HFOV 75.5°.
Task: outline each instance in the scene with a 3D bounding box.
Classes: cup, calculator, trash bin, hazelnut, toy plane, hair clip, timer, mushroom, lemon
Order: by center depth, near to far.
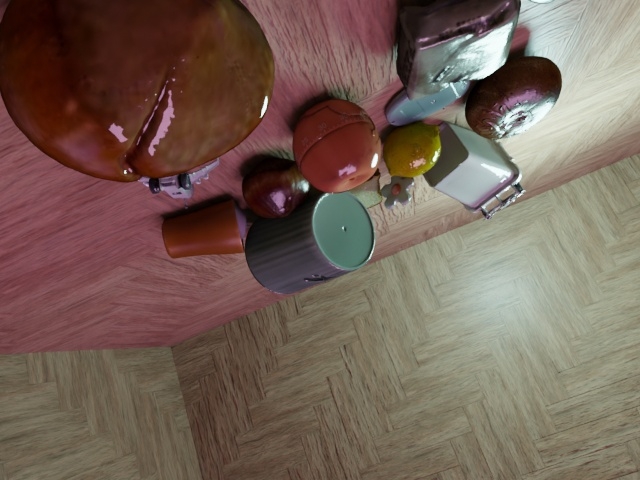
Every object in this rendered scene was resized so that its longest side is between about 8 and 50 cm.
[{"bbox_3d":[-0.253,-0.246,0.596,0.372,0.315,0.372,-5,-170,1],"label":"hazelnut"},{"bbox_3d":[-0.376,-0.155,1.064,0.251,0.101,0.255,-7,162,-3],"label":"toy plane"},{"bbox_3d":[0.042,-0.246,1.093,0.229,0.215,0.229,-23,169,-4],"label":"timer"},{"bbox_3d":[0.322,-0.419,1.171,0.299,0.041,0.185,-27,163,24],"label":"calculator"},{"bbox_3d":[-0.129,-0.158,1.236,0.204,0.178,0.178,-21,164,-19],"label":"hazelnut"},{"bbox_3d":[0.589,-0.425,1.263,0.278,0.163,0.297,-17,161,-12],"label":"mushroom"},{"bbox_3d":[0.293,-0.291,1.317,0.206,0.173,0.173,-39,156,33],"label":"lemon"},{"bbox_3d":[-0.374,-0.025,1.385,0.264,0.182,0.226,-11,171,-8],"label":"cup"},{"bbox_3d":[-0.016,-0.018,1.431,0.392,0.310,0.401,-19,-157,50],"label":"cup"},{"bbox_3d":[0.300,-0.226,1.453,0.075,0.146,0.257,12,106,-30],"label":"hair clip"},{"bbox_3d":[0.536,-0.258,1.516,0.367,0.296,0.256,7,141,-43],"label":"trash bin"}]

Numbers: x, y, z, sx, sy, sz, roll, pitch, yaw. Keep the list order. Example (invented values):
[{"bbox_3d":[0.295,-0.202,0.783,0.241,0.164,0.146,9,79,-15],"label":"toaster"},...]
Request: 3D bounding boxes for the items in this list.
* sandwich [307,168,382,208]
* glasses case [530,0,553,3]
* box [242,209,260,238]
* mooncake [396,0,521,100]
[{"bbox_3d":[0.096,-0.181,1.556,0.271,0.099,0.301,-16,165,7],"label":"sandwich"},{"bbox_3d":[0.521,-0.603,0.775,0.131,0.074,0.323,-9,159,-32],"label":"glasses case"},{"bbox_3d":[-0.252,-0.058,1.589,0.141,0.058,0.201,-32,159,34],"label":"box"},{"bbox_3d":[0.291,-0.442,0.899,0.250,0.136,0.254,-21,168,5],"label":"mooncake"}]
